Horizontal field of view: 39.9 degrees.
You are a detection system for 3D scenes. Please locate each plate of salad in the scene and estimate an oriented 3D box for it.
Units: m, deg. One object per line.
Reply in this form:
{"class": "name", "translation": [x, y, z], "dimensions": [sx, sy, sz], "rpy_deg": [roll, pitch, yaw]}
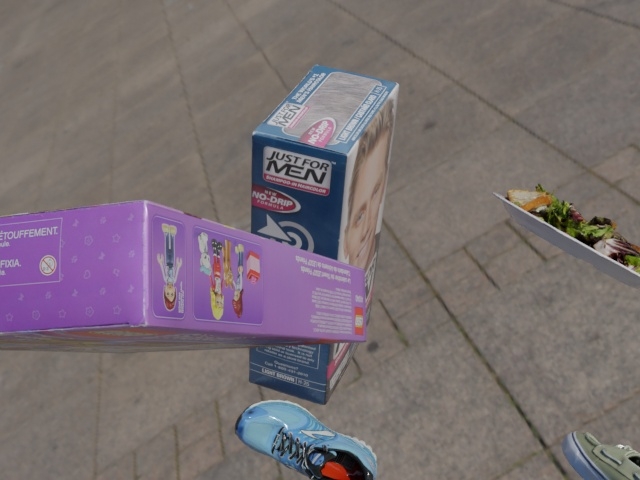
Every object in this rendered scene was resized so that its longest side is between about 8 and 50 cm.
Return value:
{"class": "plate of salad", "translation": [0.264, -0.007, 0.879], "dimensions": [0.048, 0.200, 0.200], "rpy_deg": [-61, 24, 8]}

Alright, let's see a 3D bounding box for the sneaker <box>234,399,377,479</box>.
{"class": "sneaker", "translation": [-0.011, 0.215, 0.919], "dimensions": [0.073, 0.162, 0.063], "rpy_deg": [-154, 85, -85]}

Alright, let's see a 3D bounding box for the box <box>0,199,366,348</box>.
{"class": "box", "translation": [-0.111, 0.035, 0.525], "dimensions": [0.201, 0.057, 0.293], "rpy_deg": [-5, -9, 20]}

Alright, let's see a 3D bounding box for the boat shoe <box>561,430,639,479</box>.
{"class": "boat shoe", "translation": [0.501, 0.390, 1.453], "dimensions": [0.094, 0.109, 0.302], "rpy_deg": [-52, 18, 6]}

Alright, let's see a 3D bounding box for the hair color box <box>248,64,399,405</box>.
{"class": "hair color box", "translation": [0.000, 0.000, 1.000], "dimensions": [0.105, 0.347, 0.174], "rpy_deg": [15, 38, 15]}
